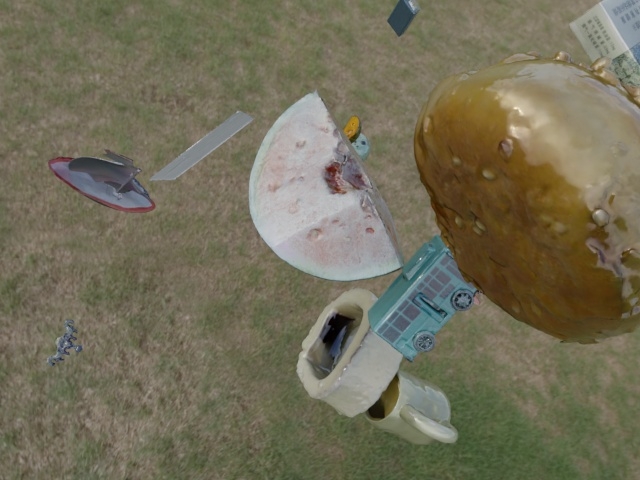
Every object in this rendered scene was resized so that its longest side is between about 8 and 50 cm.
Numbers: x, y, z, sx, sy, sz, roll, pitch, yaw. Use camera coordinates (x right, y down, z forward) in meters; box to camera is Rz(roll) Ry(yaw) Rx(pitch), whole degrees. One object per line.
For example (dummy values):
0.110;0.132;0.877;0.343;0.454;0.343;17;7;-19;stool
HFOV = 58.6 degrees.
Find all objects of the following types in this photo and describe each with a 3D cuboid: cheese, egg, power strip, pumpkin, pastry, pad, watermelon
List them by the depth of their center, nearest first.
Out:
0.242;-0.050;0.591;0.184;0.284;0.316;-36;118;-13;pastry
0.005;-0.053;0.939;0.188;0.175;0.322;-24;62;13;watermelon
-0.241;-0.191;1.178;0.232;0.156;0.004;-35;93;8;pad
0.072;-0.247;1.310;0.028;0.083;0.050;14;50;-35;pumpkin
0.214;-0.578;1.459;0.032;0.123;0.056;-38;91;-13;power strip
0.082;0.310;1.590;0.153;0.292;0.332;40;69;-22;cheese
0.106;-0.339;2.079;0.164;0.131;0.131;6;57;-41;egg

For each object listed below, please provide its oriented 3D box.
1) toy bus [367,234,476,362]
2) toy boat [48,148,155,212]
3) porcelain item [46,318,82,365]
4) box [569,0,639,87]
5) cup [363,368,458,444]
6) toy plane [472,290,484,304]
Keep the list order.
0.226;0.115;1.220;0.147;0.256;0.128;37;13;-10;toy bus
-0.448;-0.129;1.152;0.219;0.318;0.072;19;77;-4;toy boat
-0.709;0.296;1.611;0.075;0.021;0.136;21;78;-8;porcelain item
0.569;-0.313;1.008;0.164;0.069;0.256;-34;91;-32;box
0.263;0.448;1.536;0.202;0.255;0.173;30;62;-24;cup
0.520;0.125;1.938;0.061;0.130;0.189;35;67;-53;toy plane
